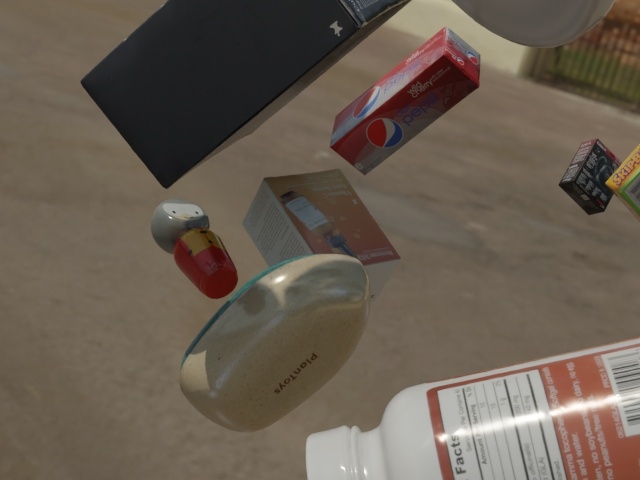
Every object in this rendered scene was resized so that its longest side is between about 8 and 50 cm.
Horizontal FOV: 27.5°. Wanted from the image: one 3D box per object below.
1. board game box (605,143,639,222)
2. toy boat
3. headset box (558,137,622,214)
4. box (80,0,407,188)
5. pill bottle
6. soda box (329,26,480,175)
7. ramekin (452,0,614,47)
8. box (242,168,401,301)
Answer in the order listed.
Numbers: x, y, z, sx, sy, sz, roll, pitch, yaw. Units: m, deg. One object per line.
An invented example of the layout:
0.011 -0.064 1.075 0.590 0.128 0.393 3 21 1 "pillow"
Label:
0.450 -0.044 1.573 0.259 0.124 0.039 39 3 -38 "board game box"
-0.085 0.073 1.550 0.148 0.267 0.318 49 -2 44 "toy boat"
0.349 -0.085 1.665 0.062 0.083 0.032 41 -27 -19 "headset box"
-0.079 -0.267 1.686 0.179 0.343 0.312 51 25 -4 "box"
0.107 0.129 0.712 0.216 0.121 0.121 -13 12 6 "pill bottle"
0.134 -0.220 2.083 0.083 0.263 0.092 37 36 -22 "soda box"
0.153 -0.287 0.936 0.127 0.273 0.273 -32 34 -17 "ramekin"
0.000 0.000 1.726 0.130 0.091 0.170 -10 53 -37 "box"
